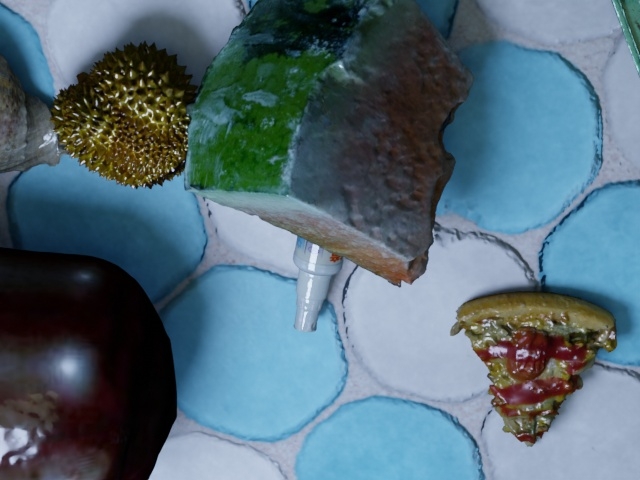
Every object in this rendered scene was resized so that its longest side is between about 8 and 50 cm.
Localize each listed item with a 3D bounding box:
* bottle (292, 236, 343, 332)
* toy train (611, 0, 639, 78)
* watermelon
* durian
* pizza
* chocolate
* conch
[{"bbox_3d":[0.000,0.000,1.882,0.060,0.060,0.217,12,110,0],"label":"bottle"},{"bbox_3d":[0.362,-0.231,1.718,0.115,0.154,0.269,-20,107,12],"label":"toy train"},{"bbox_3d":[0.031,-0.126,1.747,0.302,0.151,0.264,27,72,-15],"label":"watermelon"},{"bbox_3d":[-0.201,-0.134,1.814,0.168,0.137,0.158,37,129,0],"label":"durian"},{"bbox_3d":[0.241,0.154,1.918,0.188,0.062,0.199,0,111,7],"label":"pizza"},{"bbox_3d":[-0.328,0.151,1.838,0.331,0.384,0.384,-8,110,-9],"label":"chocolate"},{"bbox_3d":[-0.374,-0.137,1.858,0.207,0.130,0.155,28,146,-28],"label":"conch"}]
